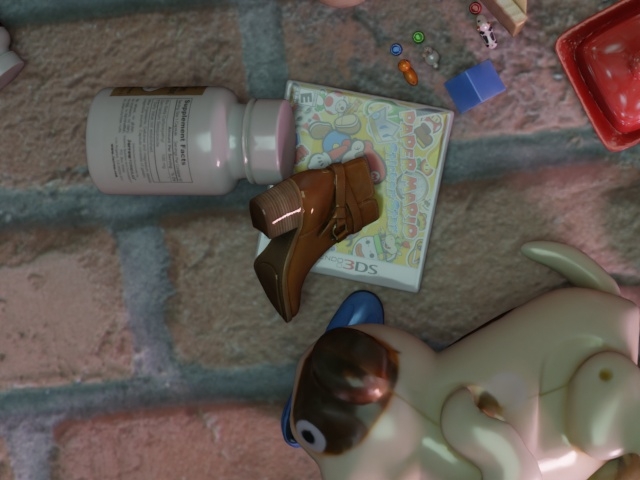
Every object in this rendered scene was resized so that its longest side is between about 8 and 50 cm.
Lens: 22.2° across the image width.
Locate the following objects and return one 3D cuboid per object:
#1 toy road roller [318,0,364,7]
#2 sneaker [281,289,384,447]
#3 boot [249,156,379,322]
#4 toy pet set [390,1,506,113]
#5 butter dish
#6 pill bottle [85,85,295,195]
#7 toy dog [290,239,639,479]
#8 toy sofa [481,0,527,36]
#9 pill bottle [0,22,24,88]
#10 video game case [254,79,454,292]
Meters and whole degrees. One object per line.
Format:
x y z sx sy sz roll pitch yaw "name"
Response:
0.042 -0.456 1.866 0.240 0.202 0.329 45 95 15 "toy road roller"
0.016 0.159 1.977 0.069 0.082 0.209 29 97 6 "sneaker"
0.000 0.000 1.942 0.152 0.073 0.197 -24 135 -22 "boot"
0.157 -0.209 1.933 0.122 0.065 0.114 -28 91 9 "toy pet set"
0.370 -0.200 1.880 0.160 0.118 0.160 -27 92 9 "butter dish"
-0.151 -0.118 1.940 0.229 0.131 0.131 1 95 12 "pill bottle"
0.170 0.187 1.834 0.408 0.284 0.395 -2 80 -6 "toy dog"
0.289 -0.415 1.846 0.362 0.150 0.177 -43 89 5 "toy sofa"
-0.436 -0.252 1.996 0.086 0.086 0.152 -42 89 9 "pill bottle"
0.040 -0.066 1.981 0.206 0.026 0.227 11 96 6 "video game case"
